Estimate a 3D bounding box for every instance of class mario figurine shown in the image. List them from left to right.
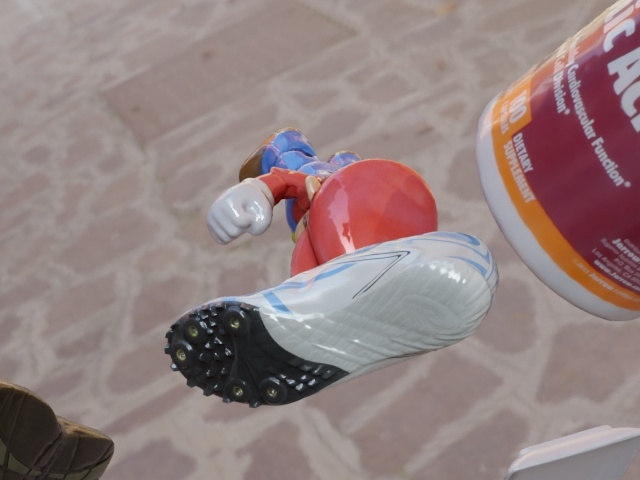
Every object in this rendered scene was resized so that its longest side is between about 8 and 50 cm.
[{"bbox_3d":[0.000,0.000,1.354,0.198,0.170,0.320,-13,16,-6],"label":"mario figurine"}]

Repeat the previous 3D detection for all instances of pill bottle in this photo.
[{"bbox_3d":[0.323,-0.118,1.133,0.392,0.224,0.224,-38,12,39],"label":"pill bottle"}]

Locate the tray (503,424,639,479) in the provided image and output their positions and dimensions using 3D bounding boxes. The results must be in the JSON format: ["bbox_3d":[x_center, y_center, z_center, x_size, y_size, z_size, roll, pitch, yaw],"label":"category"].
[{"bbox_3d":[0.227,0.250,1.506,0.145,0.270,0.030,-15,62,-12],"label":"tray"}]

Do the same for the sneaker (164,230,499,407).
[{"bbox_3d":[0.009,0.052,1.025,0.237,0.085,0.086,-15,12,17],"label":"sneaker"}]

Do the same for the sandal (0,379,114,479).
[{"bbox_3d":[-0.231,0.151,1.165,0.060,0.219,0.090,35,90,25],"label":"sandal"}]
